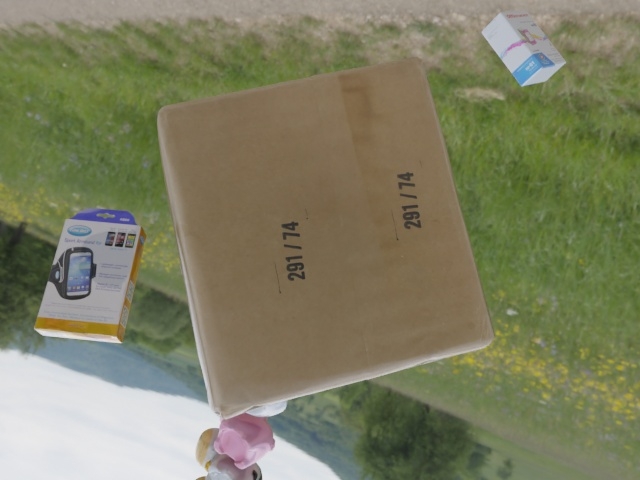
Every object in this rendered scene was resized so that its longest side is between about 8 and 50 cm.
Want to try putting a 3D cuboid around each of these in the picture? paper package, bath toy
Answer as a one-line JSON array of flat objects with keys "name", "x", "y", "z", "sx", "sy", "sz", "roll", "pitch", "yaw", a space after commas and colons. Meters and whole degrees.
[{"name": "paper package", "x": 0.000, "y": 0.000, "z": 0.728, "sx": 0.310, "sy": 0.324, "sz": 0.168, "roll": -13, "pitch": 171, "yaw": -8}, {"name": "bath toy", "x": -0.127, "y": 0.325, "z": 1.107, "sx": 0.151, "sy": 0.348, "sz": 0.129, "roll": 34, "pitch": -152, "yaw": 25}]

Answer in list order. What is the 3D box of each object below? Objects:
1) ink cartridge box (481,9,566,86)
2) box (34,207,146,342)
[{"name": "ink cartridge box", "x": 0.347, "y": -0.331, "z": 1.114, "sx": 0.122, "sy": 0.089, "sz": 0.052, "roll": 57, "pitch": 138, "yaw": 13}, {"name": "box", "x": -0.228, "y": 0.032, "z": 0.661, "sx": 0.081, "sy": 0.136, "sz": 0.028, "roll": 6, "pitch": 153, "yaw": 1}]
